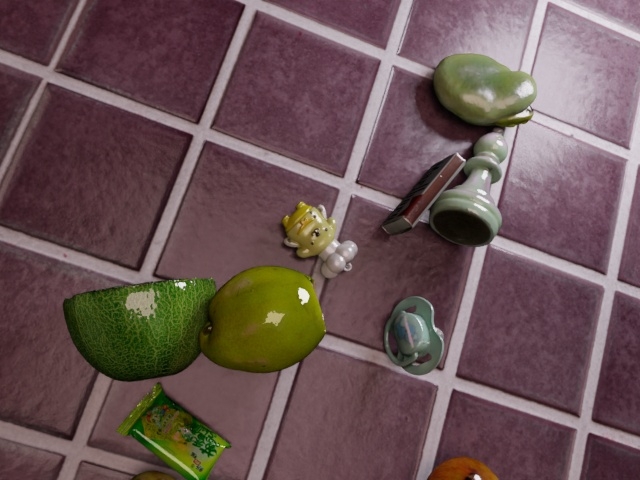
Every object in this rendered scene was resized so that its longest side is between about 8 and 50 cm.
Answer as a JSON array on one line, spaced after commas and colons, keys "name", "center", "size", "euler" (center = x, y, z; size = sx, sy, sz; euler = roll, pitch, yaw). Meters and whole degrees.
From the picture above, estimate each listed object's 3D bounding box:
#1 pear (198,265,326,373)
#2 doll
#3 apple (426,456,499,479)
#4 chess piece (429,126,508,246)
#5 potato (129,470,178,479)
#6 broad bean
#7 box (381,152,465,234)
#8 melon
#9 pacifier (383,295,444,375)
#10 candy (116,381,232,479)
[{"name": "pear", "center": [-0.103, 0.138, 0.929], "size": [0.219, 0.187, 0.188], "euler": [-12, 83, -3]}, {"name": "doll", "center": [0.000, 0.000, 1.029], "size": [0.162, 0.062, 0.106], "euler": [44, 80, -2]}, {"name": "apple", "center": [0.261, 0.465, 0.965], "size": [0.146, 0.146, 0.147], "euler": [2, 80, -11]}, {"name": "chess piece", "center": [0.328, -0.130, 1.095], "size": [0.139, 0.139, 0.272], "euler": [30, 66, -5]}, {"name": "potato", "center": [-0.253, 0.459, 0.867], "size": [0.176, 0.137, 0.137], "euler": [36, 76, -5]}, {"name": "broad bean", "center": [0.348, -0.315, 1.141], "size": [0.228, 0.100, 0.169], "euler": [32, 68, 8]}, {"name": "box", "center": [0.202, -0.089, 1.057], "size": [0.036, 0.115, 0.177], "euler": [43, 76, -7]}, {"name": "melon", "center": [-0.301, 0.157, 0.911], "size": [0.265, 0.129, 0.169], "euler": [-8, 85, -13]}, {"name": "pacifier", "center": [0.189, 0.187, 1.027], "size": [0.116, 0.127, 0.150], "euler": [19, 41, -44]}, {"name": "candy", "center": [-0.246, 0.339, 0.919], "size": [0.178, 0.032, 0.102], "euler": [39, 48, -1]}]
